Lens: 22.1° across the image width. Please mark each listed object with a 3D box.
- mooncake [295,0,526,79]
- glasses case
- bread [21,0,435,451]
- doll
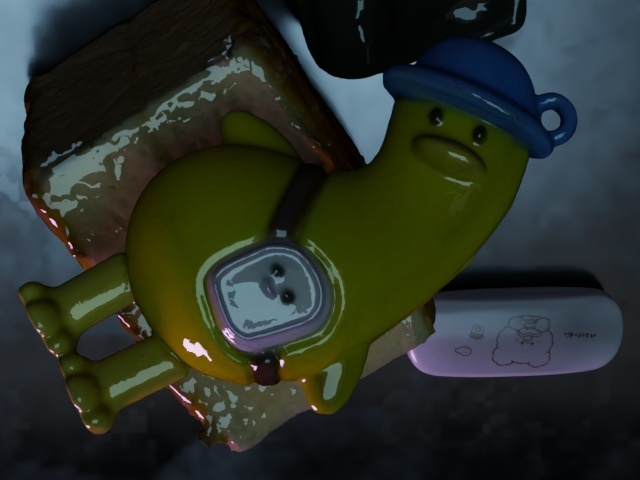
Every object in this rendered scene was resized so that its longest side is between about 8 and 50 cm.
[{"bbox_3d":[0.067,-0.187,1.255,0.168,0.175,0.104,9,121,33],"label":"mooncake"},{"bbox_3d":[0.169,0.080,1.434,0.193,0.049,0.074,-1,111,-7],"label":"glasses case"},{"bbox_3d":[-0.072,-0.033,1.233,0.207,0.279,0.279,-34,109,4],"label":"bread"},{"bbox_3d":[0.000,0.000,1.029,0.363,0.145,0.199,-27,86,-3],"label":"doll"}]
